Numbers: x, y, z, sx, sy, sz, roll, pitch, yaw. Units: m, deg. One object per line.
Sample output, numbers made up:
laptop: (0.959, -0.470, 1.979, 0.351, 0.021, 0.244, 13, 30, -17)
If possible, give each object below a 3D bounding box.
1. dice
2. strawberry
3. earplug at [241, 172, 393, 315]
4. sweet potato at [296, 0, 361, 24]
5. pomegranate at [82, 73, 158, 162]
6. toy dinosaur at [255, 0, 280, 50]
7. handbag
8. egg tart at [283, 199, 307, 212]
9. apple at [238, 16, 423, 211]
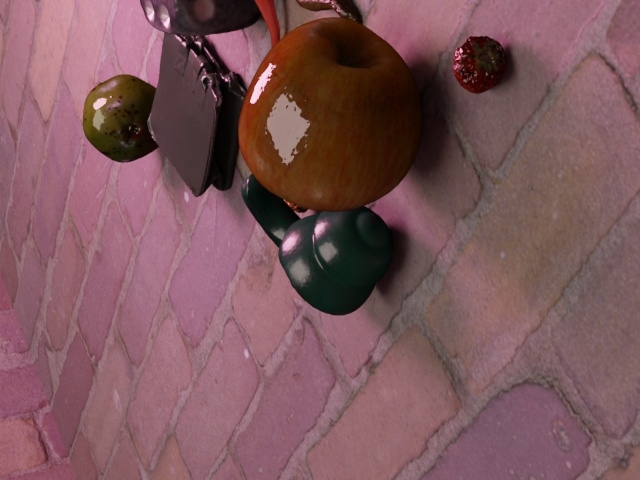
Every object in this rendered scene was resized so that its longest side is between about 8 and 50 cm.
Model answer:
dice: (-0.204, -0.451, 2.076, 0.181, 0.183, 0.182, 28, 127, 53)
strawberry: (0.199, -0.218, 1.562, 0.083, 0.073, 0.073, 116, 135, -71)
earplug: (0.005, -0.004, 1.919, 0.280, 0.164, 0.257, -27, 61, 47)
sweet potato: (0.011, -0.363, 1.874, 0.153, 0.038, 0.041, 30, 148, 44)
pomegranate: (-0.407, -0.265, 2.548, 0.224, 0.181, 0.182, -112, 23, -60)
toy dinosaur: (-0.122, -0.425, 1.980, 0.070, 0.139, 0.286, 41, 135, 49)
handbag: (-0.236, -0.246, 2.324, 0.247, 0.079, 0.260, 54, 143, 36)
egg tart: (-0.035, -0.109, 2.039, 0.130, 0.052, 0.130, 32, 127, 55)
apple: (0.017, -0.180, 1.712, 0.264, 0.264, 0.264, 32, 128, 53)
